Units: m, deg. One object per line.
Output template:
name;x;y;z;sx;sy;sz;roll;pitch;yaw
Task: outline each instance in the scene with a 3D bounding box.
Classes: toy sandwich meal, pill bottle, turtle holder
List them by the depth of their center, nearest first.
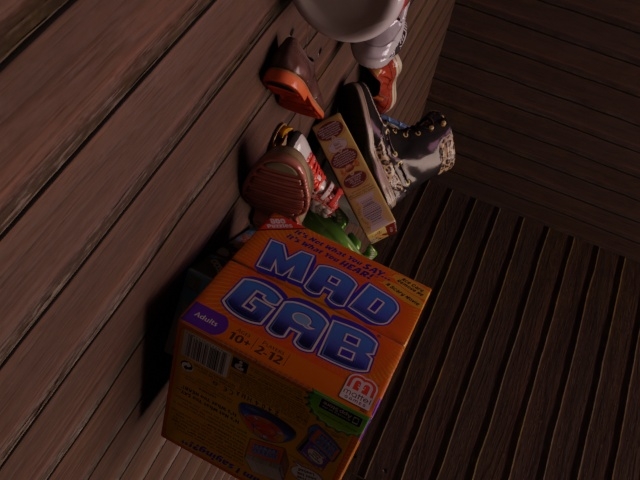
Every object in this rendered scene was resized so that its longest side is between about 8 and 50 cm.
pill bottle;0.102;-0.522;1.207;0.210;0.210;0.363;103;14;-45
toy sandwich meal;-0.083;-0.211;1.445;0.085;0.029;0.086;23;90;-80
turtle holder;0.016;0.056;1.854;0.227;0.243;0.320;-41;129;-3

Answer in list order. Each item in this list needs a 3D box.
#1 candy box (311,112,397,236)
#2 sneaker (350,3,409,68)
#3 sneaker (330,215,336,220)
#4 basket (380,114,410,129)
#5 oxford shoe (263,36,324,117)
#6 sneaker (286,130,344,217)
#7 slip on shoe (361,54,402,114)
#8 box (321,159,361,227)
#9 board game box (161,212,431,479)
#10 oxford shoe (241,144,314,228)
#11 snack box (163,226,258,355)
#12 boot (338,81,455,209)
candy box;0.092;-0.155;1.753;0.087;0.316;0.183;-26;170;3
sneaker;0.160;-0.603;1.588;0.210;0.137;0.366;80;29;-72
sneaker;0.090;-0.114;2.408;0.124;0.107;0.283;-60;170;-5
basket;0.220;-0.292;2.159;0.289;0.254;0.201;161;-50;-75
oxford shoe;-0.033;-0.309;1.317;0.271;0.096;0.098;33;74;-80
sneaker;-0.012;-0.152;1.613;0.090;0.145;0.270;-59;168;-25
slip on shoe;0.171;-0.476;2.055;0.101;0.123;0.331;-33;169;-8
box;0.083;-0.139;2.060;0.181;0.181;0.119;68;46;-76
board game box;-0.050;0.238;1.311;0.356;0.356;0.356;-54;166;-49
oxford shoe;-0.078;-0.123;1.419;0.397;0.140;0.147;112;-3;-72
snack box;-0.204;0.100;1.405;0.187;0.060;0.322;-69;170;20
boot;0.223;-0.302;1.908;0.284;0.138;0.377;-28;109;-22
